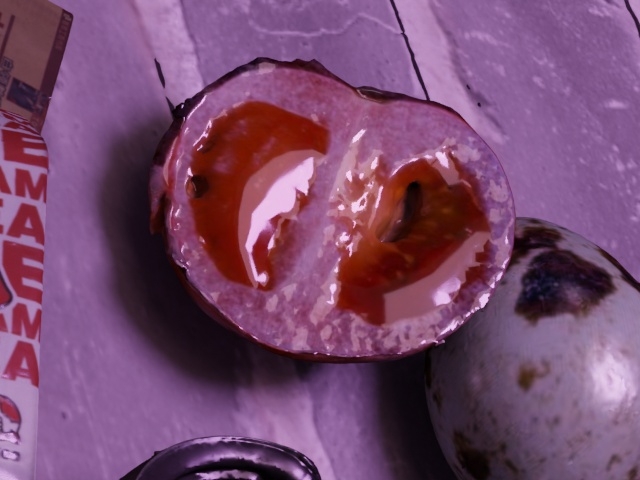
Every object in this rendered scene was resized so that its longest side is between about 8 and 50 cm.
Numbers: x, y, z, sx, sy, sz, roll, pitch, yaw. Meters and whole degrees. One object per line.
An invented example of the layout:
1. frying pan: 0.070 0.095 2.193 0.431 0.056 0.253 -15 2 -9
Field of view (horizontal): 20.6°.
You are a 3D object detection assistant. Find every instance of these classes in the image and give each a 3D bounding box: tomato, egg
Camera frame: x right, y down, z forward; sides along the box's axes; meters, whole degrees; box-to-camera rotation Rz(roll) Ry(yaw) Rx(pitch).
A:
1. tomato: 0.000 0.000 1.119 0.228 0.112 0.199 21 63 0
2. egg: 0.150 0.084 1.150 0.169 0.169 0.231 12 44 -31

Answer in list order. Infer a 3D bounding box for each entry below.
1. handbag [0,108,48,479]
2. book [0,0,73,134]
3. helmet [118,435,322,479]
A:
1. handbag: -0.239 0.023 0.908 0.171 0.151 0.298 13 54 -25
2. book: -0.268 -0.126 1.053 0.231 0.026 0.161 27 52 -23
3. helmet: -0.072 0.197 0.965 0.153 0.107 0.177 -11 91 -43
